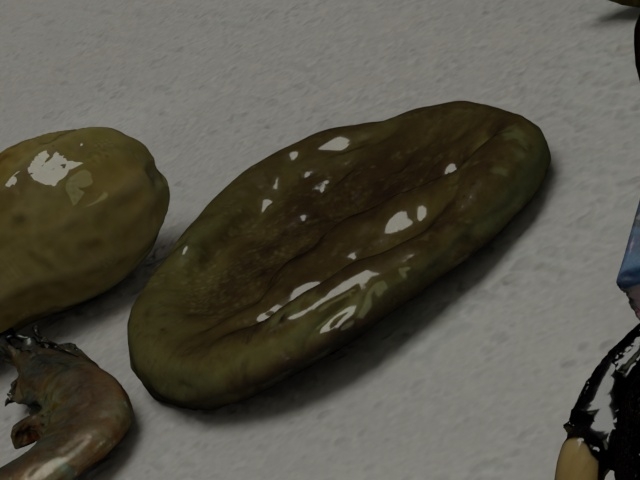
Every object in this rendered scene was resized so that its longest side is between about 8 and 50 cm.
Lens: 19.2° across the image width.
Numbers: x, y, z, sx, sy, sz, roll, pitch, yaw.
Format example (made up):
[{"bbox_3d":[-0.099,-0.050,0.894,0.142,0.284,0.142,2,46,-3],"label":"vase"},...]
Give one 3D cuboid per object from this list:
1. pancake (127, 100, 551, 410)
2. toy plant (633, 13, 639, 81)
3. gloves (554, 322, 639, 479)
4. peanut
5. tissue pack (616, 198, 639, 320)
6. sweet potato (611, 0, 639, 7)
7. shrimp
[{"bbox_3d":[0.000,0.000,1.187,0.294,0.049,0.294,-27,24,13],"label":"pancake"},{"bbox_3d":[0.260,-0.117,1.049,0.162,0.093,0.093,-14,30,35],"label":"toy plant"},{"bbox_3d":[0.165,0.067,0.804,0.180,0.106,0.129,-31,27,-6],"label":"gloves"},{"bbox_3d":[-0.239,0.017,1.344,0.290,0.130,0.130,-30,25,4],"label":"peanut"},{"bbox_3d":[0.221,-0.020,0.948,0.115,0.065,0.155,-18,30,32],"label":"tissue pack"},{"bbox_3d":[0.237,-0.175,1.249,0.153,0.038,0.041,1,62,38],"label":"sweet potato"},{"bbox_3d":[-0.200,0.121,1.204,0.152,0.046,0.219,-33,25,-9],"label":"shrimp"}]
